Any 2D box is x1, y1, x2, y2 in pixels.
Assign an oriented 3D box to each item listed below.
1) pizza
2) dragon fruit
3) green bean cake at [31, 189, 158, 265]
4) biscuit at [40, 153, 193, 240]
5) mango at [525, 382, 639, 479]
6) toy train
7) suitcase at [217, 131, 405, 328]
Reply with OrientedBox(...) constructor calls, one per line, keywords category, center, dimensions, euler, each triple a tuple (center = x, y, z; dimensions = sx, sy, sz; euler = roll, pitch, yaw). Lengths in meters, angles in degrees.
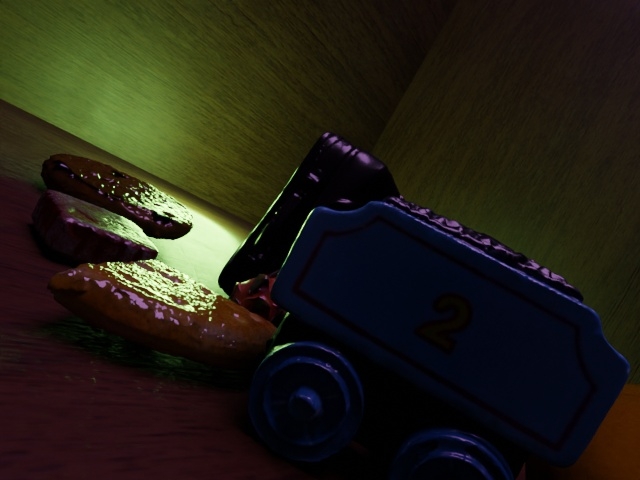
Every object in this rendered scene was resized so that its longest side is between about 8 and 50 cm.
OrientedBox(category="pizza", center=(-0.159, 0.079, 0.465), dimensions=(0.197, 0.058, 0.292), euler=(30, -1, 40))
OrientedBox(category="dragon fruit", center=(-0.085, 0.087, 0.598), dimensions=(0.086, 0.116, 0.081), euler=(39, -8, -25))
OrientedBox(category="green bean cake", center=(-0.303, -0.006, 0.560), dimensions=(0.135, 0.056, 0.135), euler=(31, 3, 43))
OrientedBox(category="biscuit", center=(-0.400, -0.080, 0.839), dimensions=(0.295, 0.075, 0.296), euler=(31, 6, -4))
OrientedBox(category="mango", center=(0.349, 0.284, 0.385), dimensions=(0.300, 0.232, 0.445), euler=(35, 12, 23))
OrientedBox(category="toy train", center=(0.098, 0.110, 0.414), dimensions=(0.300, 0.265, 0.188), euler=(28, 4, 8))
OrientedBox(category="suitcase", center=(0.000, 0.000, 0.791), dimensions=(0.188, 0.345, 0.339), euler=(37, 2, 18))
